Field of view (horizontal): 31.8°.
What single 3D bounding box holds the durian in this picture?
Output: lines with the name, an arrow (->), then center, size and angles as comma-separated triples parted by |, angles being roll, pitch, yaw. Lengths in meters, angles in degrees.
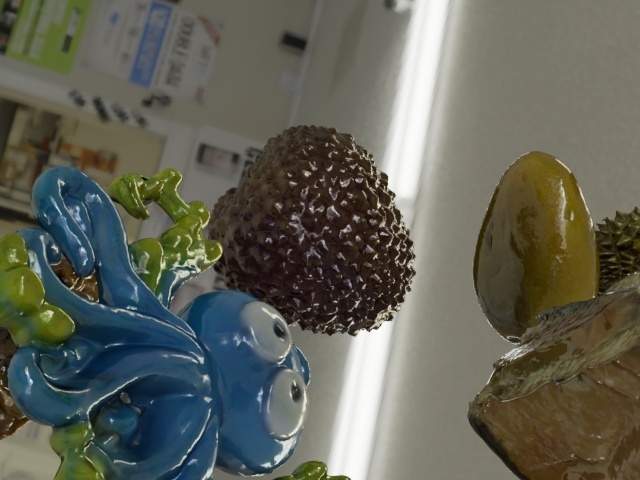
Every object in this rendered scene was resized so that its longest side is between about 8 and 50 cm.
durian -> 0.324, 0.039, 1.170 | 0.102, 0.208, 0.146 | -43, 132, -61

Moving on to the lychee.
lychee -> 0.000, 0.000, 1.402 | 0.271, 0.271, 0.271 | -164, -90, -78

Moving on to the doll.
doll -> -0.097, 0.092, 0.822 | 0.099, 0.341, 0.346 | -26, -103, 23

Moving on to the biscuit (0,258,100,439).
biscuit -> -0.342, 0.086, 0.996 | 0.334, 0.289, 0.081 | -50, 141, -53

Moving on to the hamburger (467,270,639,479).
hamburger -> 0.197, 0.080, 0.607 | 0.135, 0.155, 0.207 | -43, 173, -29

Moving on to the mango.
mango -> 0.203, 0.010, 1.072 | 0.137, 0.098, 0.195 | 27, -51, 58
